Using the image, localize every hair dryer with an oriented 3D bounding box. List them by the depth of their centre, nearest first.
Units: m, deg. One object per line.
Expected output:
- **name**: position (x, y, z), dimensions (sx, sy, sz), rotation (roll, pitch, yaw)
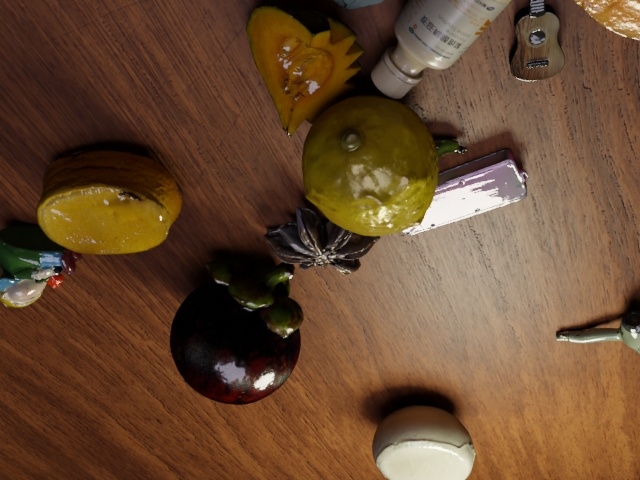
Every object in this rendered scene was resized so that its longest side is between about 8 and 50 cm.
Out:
- **hair dryer**: position (0.715, 0.243, 1.630), dimensions (0.219, 0.088, 0.225), rotation (28, 145, -30)

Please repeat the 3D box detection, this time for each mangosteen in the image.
- **mangosteen**: position (-0.176, 0.205, 1.501), dimensions (0.311, 0.311, 0.311), rotation (2, 138, 2)

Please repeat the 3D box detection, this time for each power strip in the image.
- **power strip**: position (0.259, -0.087, 1.317), dimensions (0.279, 0.037, 0.109), rotation (-19, 133, 23)

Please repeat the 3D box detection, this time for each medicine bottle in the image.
- **medicine bottle**: position (0.171, -0.317, 1.017), dimensions (0.114, 0.114, 0.252), rotation (25, 134, -22)

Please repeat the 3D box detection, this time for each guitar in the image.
- **guitar**: position (0.320, -0.355, 1.017), dimensions (0.084, 0.038, 0.271), rotation (-7, 139, 11)

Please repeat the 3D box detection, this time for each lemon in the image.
- **lemon**: position (0.084, -0.121, 1.145), dimensions (0.234, 0.233, 0.288), rotation (-7, 161, 12)

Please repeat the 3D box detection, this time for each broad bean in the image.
- **broad bean**: position (0.174, -0.135, 1.268), dimensions (0.195, 0.046, 0.061), rotation (-30, 125, 30)

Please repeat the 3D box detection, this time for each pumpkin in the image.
- **pumpkin**: position (-0.025, -0.301, 1.080), dimensions (0.130, 0.149, 0.254), rotation (-33, 164, -22)

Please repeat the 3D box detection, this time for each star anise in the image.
- **star anise**: position (0.000, 0.000, 1.401), dimensions (0.236, 0.093, 0.229), rotation (-8, 143, 16)

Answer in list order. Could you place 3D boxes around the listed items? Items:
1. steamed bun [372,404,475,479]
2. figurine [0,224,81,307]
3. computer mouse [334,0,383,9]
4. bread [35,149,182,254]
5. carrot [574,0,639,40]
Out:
- **steamed bun**: position (0.287, 0.566, 1.925), dimensions (0.283, 0.177, 0.283), rotation (3, 132, 4)
- **figurine**: position (-0.631, 0.076, 1.515), dimensions (0.185, 0.127, 0.234), rotation (9, 128, -16)
- **computer mouse**: position (0.062, -0.411, 0.956), dimensions (0.113, 0.068, 0.229), rotation (13, 137, -8)
- **bread**: position (-0.402, -0.073, 1.306), dimensions (0.270, 0.142, 0.195), rotation (-3, 135, 5)
- **carrot**: position (0.481, -0.400, 0.931), dimensions (0.307, 0.100, 0.258), rotation (11, 139, 4)
